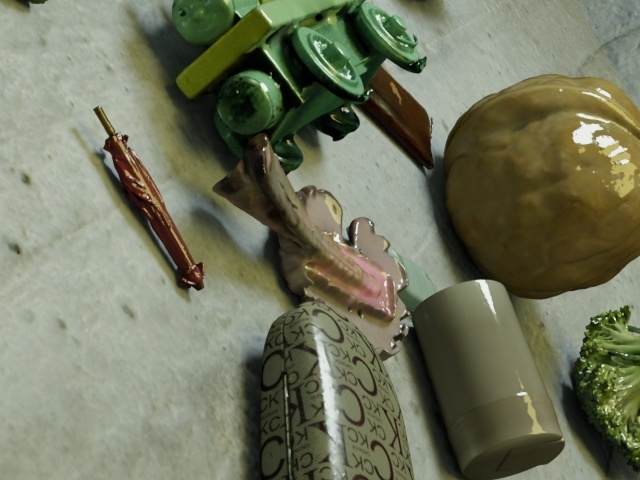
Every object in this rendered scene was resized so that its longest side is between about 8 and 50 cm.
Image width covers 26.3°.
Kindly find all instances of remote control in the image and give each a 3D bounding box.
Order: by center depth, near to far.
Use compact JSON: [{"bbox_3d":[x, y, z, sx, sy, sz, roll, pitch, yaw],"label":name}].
[{"bbox_3d":[0.079,0.034,1.437,0.162,0.029,0.061,29,41,-50],"label":"remote control"}]

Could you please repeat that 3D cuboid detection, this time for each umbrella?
[{"bbox_3d":[-0.136,-0.032,1.076,0.165,0.025,0.027,61,4,-8],"label":"umbrella"}]

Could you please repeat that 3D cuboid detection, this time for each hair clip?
[{"bbox_3d":[-0.007,0.001,1.239,0.300,0.069,0.173,46,34,-49],"label":"hair clip"}]

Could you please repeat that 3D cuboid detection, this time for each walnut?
[{"bbox_3d":[0.294,-0.069,1.710,0.285,0.285,0.296,47,33,-29],"label":"walnut"}]

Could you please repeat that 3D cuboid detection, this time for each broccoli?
[{"bbox_3d":[0.473,0.136,1.751,0.252,0.361,0.221,22,35,4],"label":"broccoli"}]

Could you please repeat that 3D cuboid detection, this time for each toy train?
[{"bbox_3d":[-0.039,-0.204,1.335,0.237,0.150,0.369,52,23,-1],"label":"toy train"}]

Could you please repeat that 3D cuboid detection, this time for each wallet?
[{"bbox_3d":[0.085,-0.167,1.686,0.176,0.026,0.095,37,38,-42],"label":"wallet"}]

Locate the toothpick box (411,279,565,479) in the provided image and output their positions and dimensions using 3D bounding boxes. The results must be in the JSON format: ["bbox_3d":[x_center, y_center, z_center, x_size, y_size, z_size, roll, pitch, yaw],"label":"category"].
[{"bbox_3d":[0.168,0.144,1.396,0.111,0.111,0.181,28,38,-52],"label":"toothpick box"}]

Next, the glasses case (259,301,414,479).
[{"bbox_3d":[0.017,0.199,1.048,0.137,0.085,0.355,41,30,-37],"label":"glasses case"}]

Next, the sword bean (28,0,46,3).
[{"bbox_3d":[-0.282,-0.225,0.980,0.269,0.038,0.043,17,43,-60],"label":"sword bean"}]
